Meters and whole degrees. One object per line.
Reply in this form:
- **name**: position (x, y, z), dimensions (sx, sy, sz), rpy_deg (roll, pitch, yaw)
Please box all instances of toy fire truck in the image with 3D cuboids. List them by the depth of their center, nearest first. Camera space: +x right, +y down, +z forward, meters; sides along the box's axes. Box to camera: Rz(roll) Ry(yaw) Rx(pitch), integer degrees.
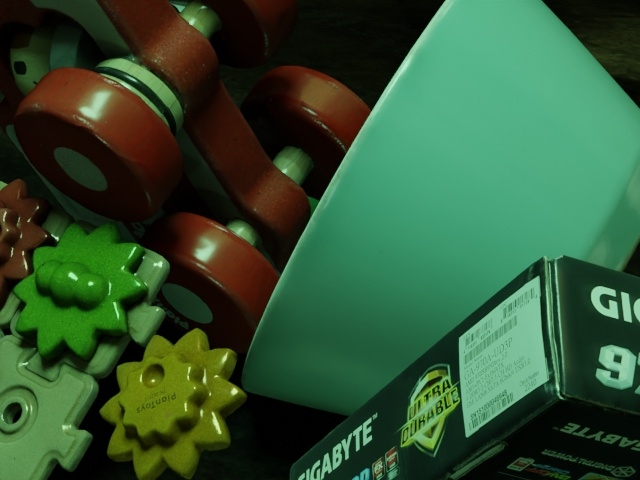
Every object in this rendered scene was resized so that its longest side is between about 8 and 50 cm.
- **toy fire truck**: position (-0.125, -0.071, 1.013), dimensions (0.254, 0.302, 0.169), rpy_deg (7, 53, 42)

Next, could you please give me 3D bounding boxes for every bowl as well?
- **bowl**: position (0.099, -0.002, 0.971), dimensions (0.163, 0.311, 0.311), rpy_deg (30, 27, 6)

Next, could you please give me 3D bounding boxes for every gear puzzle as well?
- **gear puzzle**: position (-0.185, 0.053, 0.896), dimensions (0.339, 0.175, 0.044), rpy_deg (23, -13, 33)

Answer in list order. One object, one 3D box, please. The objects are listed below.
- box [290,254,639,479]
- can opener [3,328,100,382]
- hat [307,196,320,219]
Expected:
- **box**: position (0.124, 0.090, 0.543), dimensions (0.220, 0.175, 0.051), rpy_deg (15, 56, -21)
- **can opener**: position (-0.229, 0.032, 1.070), dimensions (0.093, 0.074, 0.280), rpy_deg (-40, 36, -11)
- **hat**: position (0.000, 0.000, 1.212), dimensions (0.208, 0.183, 0.173), rpy_deg (-36, -2, 13)
